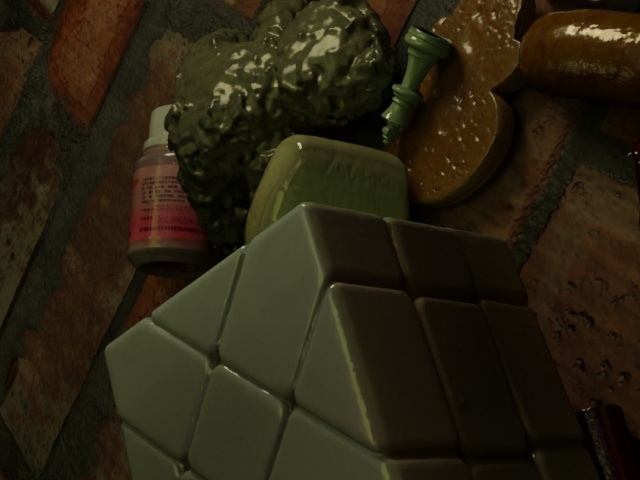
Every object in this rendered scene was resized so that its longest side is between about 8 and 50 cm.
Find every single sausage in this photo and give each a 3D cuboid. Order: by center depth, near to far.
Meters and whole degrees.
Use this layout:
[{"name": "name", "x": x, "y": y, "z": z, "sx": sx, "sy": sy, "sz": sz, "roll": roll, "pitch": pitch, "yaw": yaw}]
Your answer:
[{"name": "sausage", "x": 0.312, "y": -0.188, "z": 1.156, "sx": 0.270, "sy": 0.109, "sz": 0.109, "roll": 22, "pitch": 95, "yaw": 52}]

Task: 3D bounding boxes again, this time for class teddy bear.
[{"name": "teddy bear", "x": -0.039, "y": -0.186, "z": 1.505, "sx": 0.367, "sy": 0.224, "sz": 0.357, "roll": -12, "pitch": 67, "yaw": 29}]

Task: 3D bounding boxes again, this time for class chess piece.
[{"name": "chess piece", "x": 0.109, "y": -0.186, "z": 1.361, "sx": 0.059, "sy": 0.059, "sz": 0.149, "roll": 43, "pitch": 118, "yaw": 46}]

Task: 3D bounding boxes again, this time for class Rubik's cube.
[{"name": "Rubik's cube", "x": 0.030, "y": 0.185, "z": 1.061, "sx": 0.322, "sy": 0.316, "sz": 0.319, "roll": -34, "pitch": 61, "yaw": 34}]

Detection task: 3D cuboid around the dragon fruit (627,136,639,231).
[{"name": "dragon fruit", "x": 0.381, "y": -0.039, "z": 1.060, "sx": 0.161, "sy": 0.120, "sz": 0.127, "roll": -9, "pitch": 27, "yaw": 20}]

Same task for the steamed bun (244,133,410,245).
[{"name": "steamed bun", "x": 0.000, "y": 0.000, "z": 1.358, "sx": 0.155, "sy": 0.200, "sz": 0.250, "roll": -170, "pitch": 85, "yaw": -66}]

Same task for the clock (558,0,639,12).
[{"name": "clock", "x": 0.318, "y": -0.360, "z": 1.232, "sx": 0.150, "sy": 0.063, "sz": 0.197, "roll": 30, "pitch": 101, "yaw": 48}]

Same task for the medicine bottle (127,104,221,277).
[{"name": "medicine bottle", "x": -0.215, "y": -0.074, "z": 1.672, "sx": 0.147, "sy": 0.147, "sz": 0.247, "roll": -16, "pitch": 67, "yaw": 44}]

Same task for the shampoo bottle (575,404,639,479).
[{"name": "shampoo bottle", "x": 0.281, "y": 0.296, "z": 1.062, "sx": 0.102, "sy": 0.064, "sz": 0.260, "roll": -34, "pitch": 55, "yaw": 36}]

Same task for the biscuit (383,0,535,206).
[{"name": "biscuit", "x": 0.173, "y": -0.178, "z": 1.350, "sx": 0.202, "sy": 0.044, "sz": 0.289, "roll": 27, "pitch": 97, "yaw": 51}]
